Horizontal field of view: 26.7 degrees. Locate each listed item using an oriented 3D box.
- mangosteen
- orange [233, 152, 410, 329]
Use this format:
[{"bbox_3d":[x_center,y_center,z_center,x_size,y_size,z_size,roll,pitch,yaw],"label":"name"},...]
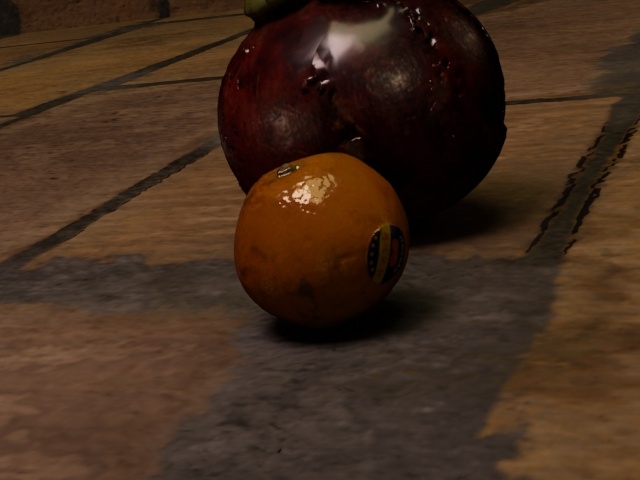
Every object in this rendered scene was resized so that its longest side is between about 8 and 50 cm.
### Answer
[{"bbox_3d":[0.019,-0.093,0.759,0.166,0.180,0.166,-11,7,1],"label":"mangosteen"},{"bbox_3d":[-0.001,0.000,0.612,0.083,0.083,0.083,-8,15,2],"label":"orange"}]
